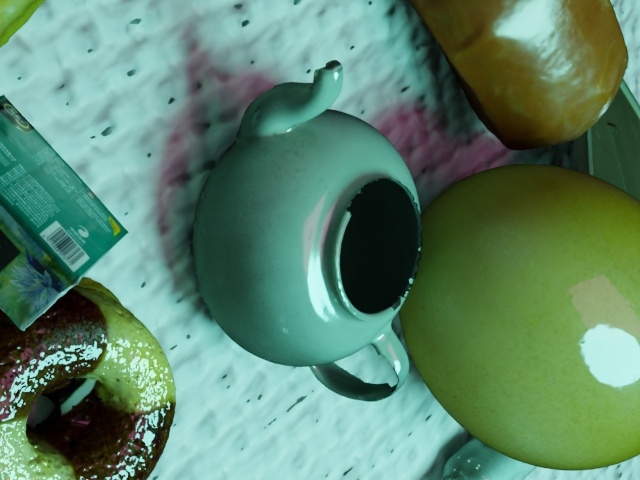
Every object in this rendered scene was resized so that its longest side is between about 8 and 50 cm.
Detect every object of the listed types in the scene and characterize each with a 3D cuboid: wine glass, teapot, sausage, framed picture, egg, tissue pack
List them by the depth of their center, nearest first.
[{"bbox_3d":[-0.183,-0.011,0.742,0.111,0.079,0.085,48,24,-6],"label":"tissue pack"},{"bbox_3d":[0.000,0.000,0.956,0.193,0.129,0.294,-42,127,-38],"label":"teapot"},{"bbox_3d":[0.170,-0.187,1.112,0.141,0.153,0.268,-32,133,6],"label":"sausage"},{"bbox_3d":[0.199,0.064,1.122,0.322,0.250,0.250,34,70,-40],"label":"egg"},{"bbox_3d":[0.137,0.229,1.224,0.262,0.074,0.074,-19,112,-49],"label":"wine glass"},{"bbox_3d":[0.302,-0.089,1.318,0.184,0.016,0.250,44,39,-40],"label":"framed picture"}]

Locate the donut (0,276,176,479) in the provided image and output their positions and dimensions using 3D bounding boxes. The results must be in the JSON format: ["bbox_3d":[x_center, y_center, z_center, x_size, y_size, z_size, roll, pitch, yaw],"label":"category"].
[{"bbox_3d":[-0.166,0.105,0.817,0.184,0.073,0.166,15,88,-50],"label":"donut"}]

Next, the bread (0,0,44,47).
[{"bbox_3d":[-0.276,-0.181,0.567,0.324,0.143,0.333,-55,135,-28],"label":"bread"}]
